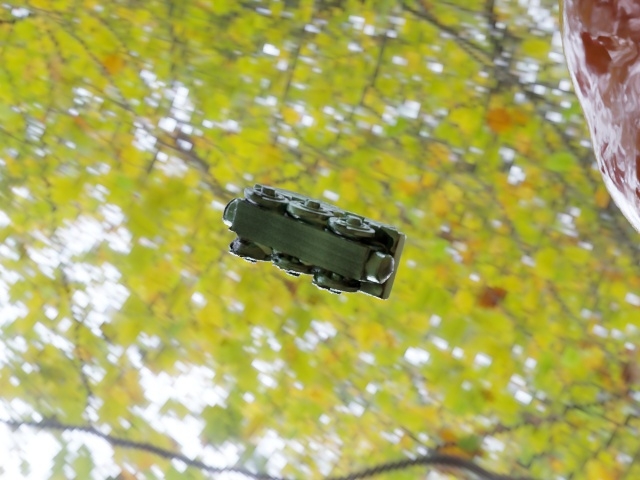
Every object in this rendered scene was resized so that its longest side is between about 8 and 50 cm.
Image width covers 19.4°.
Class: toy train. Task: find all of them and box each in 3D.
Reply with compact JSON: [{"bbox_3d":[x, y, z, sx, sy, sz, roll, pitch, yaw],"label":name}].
[{"bbox_3d":[0.000,0.000,0.784,0.053,0.083,0.033,5,-78,-59],"label":"toy train"}]

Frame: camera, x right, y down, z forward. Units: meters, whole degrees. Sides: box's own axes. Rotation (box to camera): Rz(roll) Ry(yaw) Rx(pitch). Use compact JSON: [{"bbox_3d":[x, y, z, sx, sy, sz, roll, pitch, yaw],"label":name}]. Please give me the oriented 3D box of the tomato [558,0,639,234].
[{"bbox_3d":[0.200,-0.073,0.546,0.180,0.260,0.260,13,-84,-43],"label":"tomato"}]
